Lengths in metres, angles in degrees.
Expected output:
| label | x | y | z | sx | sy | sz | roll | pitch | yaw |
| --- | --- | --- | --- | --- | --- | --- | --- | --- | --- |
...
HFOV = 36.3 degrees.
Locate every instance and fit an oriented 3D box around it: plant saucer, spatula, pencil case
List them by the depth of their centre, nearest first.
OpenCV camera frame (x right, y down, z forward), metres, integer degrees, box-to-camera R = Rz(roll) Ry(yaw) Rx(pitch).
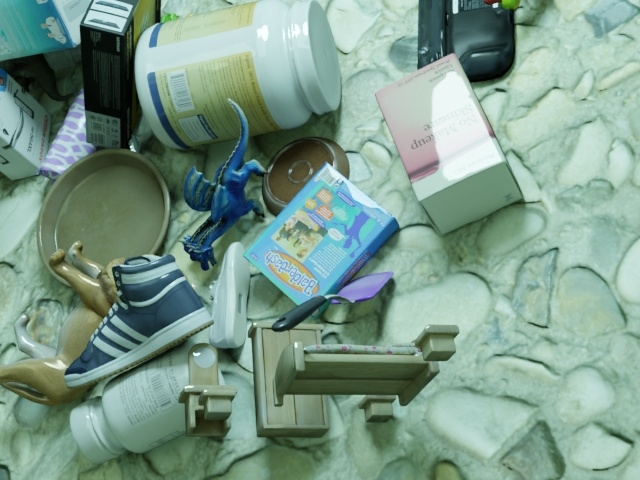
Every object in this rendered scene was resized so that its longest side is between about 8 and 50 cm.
| label | x | y | z | sx | sy | sz | roll | pitch | yaw |
| --- | --- | --- | --- | --- | --- | --- | --- | --- | --- |
| spatula | 0.013 | 0.091 | 1.445 | 0.084 | 0.296 | 0.030 | -11 | 93 | 33 |
| plant saucer | -0.032 | -0.113 | 1.696 | 0.168 | 0.029 | 0.168 | -11 | 62 | 21 |
| plant saucer | -0.396 | -0.036 | 1.801 | 0.278 | 0.041 | 0.278 | -6 | 70 | 17 |
| pencil case | -0.475 | -0.198 | 1.920 | 0.086 | 0.088 | 0.206 | 25 | 74 | -5 |

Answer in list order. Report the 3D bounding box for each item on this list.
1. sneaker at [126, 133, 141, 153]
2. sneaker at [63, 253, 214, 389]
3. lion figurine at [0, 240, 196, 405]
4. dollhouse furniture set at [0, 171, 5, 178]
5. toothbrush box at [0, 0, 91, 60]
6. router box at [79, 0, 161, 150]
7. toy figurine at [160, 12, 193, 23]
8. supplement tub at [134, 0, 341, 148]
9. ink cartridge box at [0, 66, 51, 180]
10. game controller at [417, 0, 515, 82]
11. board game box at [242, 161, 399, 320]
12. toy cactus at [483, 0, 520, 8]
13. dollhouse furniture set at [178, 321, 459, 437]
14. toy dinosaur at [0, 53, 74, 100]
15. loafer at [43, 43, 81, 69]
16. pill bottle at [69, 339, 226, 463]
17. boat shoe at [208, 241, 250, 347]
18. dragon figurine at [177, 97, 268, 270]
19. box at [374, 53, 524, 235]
| label | x | y | z | sx | sy | sz | roll | pitch | yaw |
| --- | --- | --- | --- | --- | --- | --- | --- | --- | --- |
| sneaker | -0.362 | -0.164 | 1.869 | 0.040 | 0.044 | 0.109 | -28 | 58 | 8 |
| sneaker | -0.312 | 0.121 | 1.537 | 0.282 | 0.099 | 0.153 | -27 | 90 | 22 |
| lion figurine | -0.402 | 0.161 | 1.674 | 0.240 | 0.142 | 0.392 | 39 | 101 | 3 |
| dollhouse furniture set | -0.814 | -0.190 | 2.038 | 0.259 | 0.135 | 0.262 | -37 | 55 | 4 |
| toothbrush box | -0.550 | -0.445 | 1.866 | 0.295 | 0.126 | 0.216 | -4 | 33 | 28 |
| router box | -0.360 | -0.354 | 1.783 | 0.081 | 0.309 | 0.243 | 14 | 55 | -2 |
| toy figurine | -0.213 | -0.396 | 1.897 | 0.159 | 0.130 | 0.173 | -9 | 36 | 6 |
| supplement tub | -0.140 | -0.294 | 1.711 | 0.316 | 0.228 | 0.228 | -8 | 62 | 16 |
| ink cartridge box | -0.629 | -0.235 | 1.934 | 0.086 | 0.203 | 0.148 | -11 | 61 | 18 |
| game controller | 0.252 | -0.411 | 1.705 | 0.166 | 0.067 | 0.319 | -1 | 65 | 9 |
| board game box | 0.000 | 0.000 | 1.596 | 0.160 | 0.047 | 0.210 | 41 | 86 | 23 |
| toy cactus | 0.346 | -0.474 | 1.646 | 0.180 | 0.112 | 0.219 | 11 | 61 | -11 |
| dollhouse furniture set | -0.021 | 0.138 | 1.359 | 0.303 | 0.355 | 0.174 | 3 | 60 | -17 |
| toy dinosaur | -0.654 | -0.372 | 2.060 | 0.313 | 0.121 | 0.160 | 8 | 51 | 20 |
| loafer | -0.537 | -0.494 | 2.090 | 0.111 | 0.112 | 0.319 | -12 | 58 | 0 |
| pill bottle | -0.274 | 0.263 | 1.555 | 0.229 | 0.131 | 0.131 | -27 | 57 | 10 |
| boat shoe | -0.157 | 0.092 | 1.635 | 0.063 | 0.066 | 0.184 | -8 | 72 | 21 |
| dragon figurine | -0.170 | -0.082 | 1.642 | 0.085 | 0.289 | 0.144 | 33 | 44 | 32 |
| box | 0.201 | -0.152 | 1.546 | 0.148 | 0.127 | 0.232 | -26 | 57 | 11 |
